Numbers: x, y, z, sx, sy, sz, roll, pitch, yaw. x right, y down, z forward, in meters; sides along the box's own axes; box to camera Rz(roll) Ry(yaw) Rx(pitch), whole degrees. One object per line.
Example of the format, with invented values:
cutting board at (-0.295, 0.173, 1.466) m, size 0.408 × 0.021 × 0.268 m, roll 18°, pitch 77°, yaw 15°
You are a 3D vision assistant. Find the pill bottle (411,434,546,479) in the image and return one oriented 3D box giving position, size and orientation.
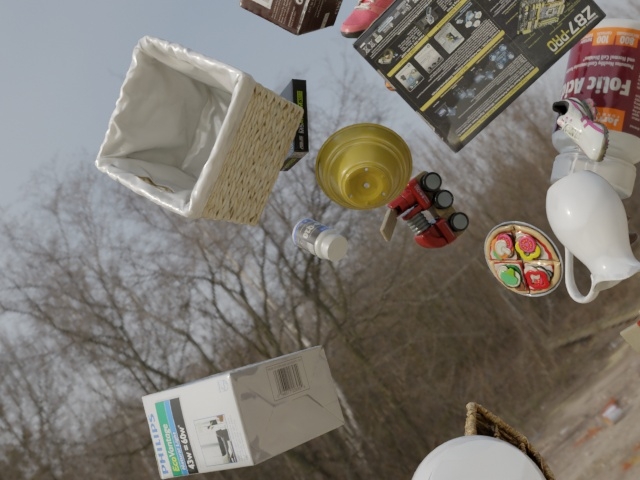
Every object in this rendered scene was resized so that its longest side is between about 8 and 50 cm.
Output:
pill bottle at (0.253, 0.452, 1.203) m, size 0.229 × 0.229 × 0.408 m, roll -38°, pitch -24°, yaw -12°

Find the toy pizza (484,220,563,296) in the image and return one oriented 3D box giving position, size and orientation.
toy pizza at (0.474, 0.049, 1.733) m, size 0.032 × 0.201 × 0.201 m, roll -35°, pitch -13°, yaw -39°

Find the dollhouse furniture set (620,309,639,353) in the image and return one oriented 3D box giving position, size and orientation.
dollhouse furniture set at (0.658, 0.210, 1.249) m, size 0.262 × 0.259 × 0.135 m, roll -37°, pitch -12°, yaw -28°

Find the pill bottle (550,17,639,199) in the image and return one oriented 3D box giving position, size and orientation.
pill bottle at (0.689, -0.311, 1.776) m, size 0.224 × 0.224 × 0.392 m, roll 41°, pitch -118°, yaw -77°

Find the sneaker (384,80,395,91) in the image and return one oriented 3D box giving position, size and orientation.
sneaker at (0.322, -0.456, 2.249) m, size 0.124 × 0.180 × 0.321 m, roll 5°, pitch -6°, yaw -41°

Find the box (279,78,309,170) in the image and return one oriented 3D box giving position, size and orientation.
box at (-0.077, -0.284, 1.836) m, size 0.045 × 0.184 × 0.190 m, roll -2°, pitch -8°, yaw -19°

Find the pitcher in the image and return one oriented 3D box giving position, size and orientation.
pitcher at (0.472, -0.003, 1.307) m, size 0.125 × 0.207 × 0.178 m, roll -9°, pitch -23°, yaw -30°

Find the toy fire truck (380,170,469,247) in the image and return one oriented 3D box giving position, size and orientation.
toy fire truck at (0.276, -0.054, 2.106) m, size 0.246 × 0.217 × 0.158 m, roll -36°, pitch 6°, yaw -10°

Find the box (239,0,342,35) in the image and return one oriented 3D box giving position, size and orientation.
box at (-0.052, -0.596, 1.702) m, size 0.203 × 0.167 × 0.168 m, roll -39°, pitch -25°, yaw -56°

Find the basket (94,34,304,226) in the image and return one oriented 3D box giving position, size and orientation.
basket at (-0.268, -0.240, 1.656) m, size 0.266 × 0.328 × 0.331 m, roll 9°, pitch -75°, yaw -59°

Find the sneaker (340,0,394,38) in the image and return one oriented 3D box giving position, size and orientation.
sneaker at (0.153, -0.666, 1.999) m, size 0.314 × 0.116 × 0.136 m, roll -44°, pitch -49°, yaw -24°

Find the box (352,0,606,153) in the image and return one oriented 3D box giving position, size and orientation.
box at (0.312, -0.425, 1.480) m, size 0.395 × 0.318 × 0.097 m, roll -44°, pitch 5°, yaw 19°

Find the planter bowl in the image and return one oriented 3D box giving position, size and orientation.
planter bowl at (0.097, -0.138, 1.590) m, size 0.217 × 0.217 × 0.090 m, roll -46°, pitch 23°, yaw 24°

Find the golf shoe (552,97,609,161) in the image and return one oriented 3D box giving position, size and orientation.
golf shoe at (0.510, -0.216, 1.446) m, size 0.086 × 0.186 × 0.067 m, roll 2°, pitch -49°, yaw -1°

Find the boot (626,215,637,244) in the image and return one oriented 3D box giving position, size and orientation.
boot at (0.808, -0.033, 1.943) m, size 0.106 × 0.037 × 0.114 m, roll -21°, pitch -43°, yaw -15°

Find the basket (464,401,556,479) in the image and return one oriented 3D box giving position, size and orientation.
basket at (0.414, 0.522, 1.579) m, size 0.299 × 0.213 × 0.223 m, roll -60°, pitch -26°, yaw -70°

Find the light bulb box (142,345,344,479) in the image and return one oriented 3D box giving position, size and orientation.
light bulb box at (-0.201, 0.445, 1.908) m, size 0.361 × 0.225 × 0.358 m, roll -21°, pitch -9°, yaw 38°

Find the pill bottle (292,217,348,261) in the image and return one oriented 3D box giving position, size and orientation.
pill bottle at (0.000, 0.000, 1.794) m, size 0.078 × 0.137 × 0.078 m, roll -17°, pitch -62°, yaw -35°
